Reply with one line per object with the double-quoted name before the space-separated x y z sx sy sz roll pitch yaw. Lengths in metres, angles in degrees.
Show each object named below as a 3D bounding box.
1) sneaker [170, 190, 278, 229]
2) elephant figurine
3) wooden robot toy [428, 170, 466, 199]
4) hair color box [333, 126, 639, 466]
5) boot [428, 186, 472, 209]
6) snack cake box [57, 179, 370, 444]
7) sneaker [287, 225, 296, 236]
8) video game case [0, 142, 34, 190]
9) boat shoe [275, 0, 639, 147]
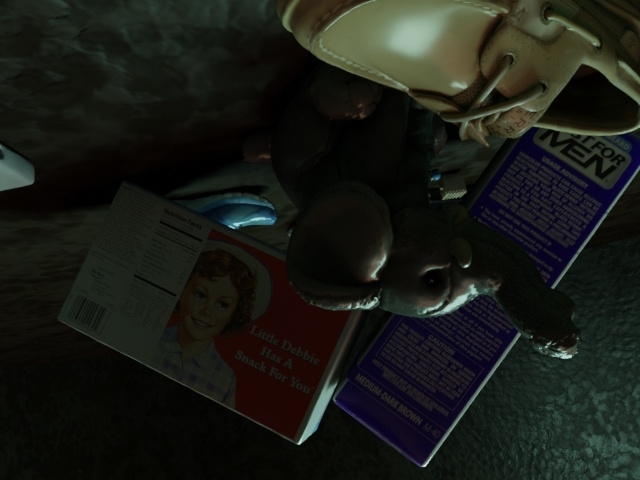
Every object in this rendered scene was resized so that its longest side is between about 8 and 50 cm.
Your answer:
"sneaker" -0.128 -0.011 0.702 0.162 0.073 0.063 -10 168 -12
"elephant figurine" 0.052 -0.010 0.469 0.170 0.239 0.186 -9 169 -16
"wooden robot toy" 0.113 -0.041 0.797 0.174 0.078 0.076 -7 167 -23
"hair color box" 0.155 0.034 0.607 0.338 0.110 0.185 -54 173 2
"boot" 0.181 0.032 0.902 0.247 0.207 0.094 -8 168 -15
"snack cake box" -0.097 0.064 0.592 0.265 0.152 0.089 24 176 12
"sneaker" 0.000 0.000 0.887 0.065 0.076 0.166 -10 169 -15
"video game case" -0.342 -0.051 0.407 0.213 0.023 0.193 -12 169 -1
"boat shoe" 0.115 -0.114 0.380 0.303 0.098 0.109 -4 166 -37
